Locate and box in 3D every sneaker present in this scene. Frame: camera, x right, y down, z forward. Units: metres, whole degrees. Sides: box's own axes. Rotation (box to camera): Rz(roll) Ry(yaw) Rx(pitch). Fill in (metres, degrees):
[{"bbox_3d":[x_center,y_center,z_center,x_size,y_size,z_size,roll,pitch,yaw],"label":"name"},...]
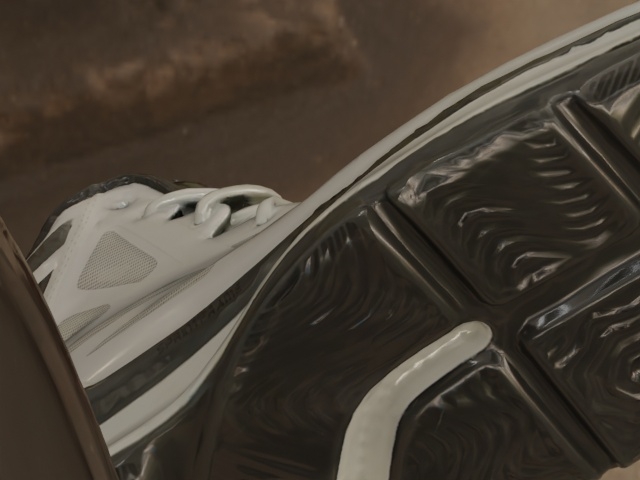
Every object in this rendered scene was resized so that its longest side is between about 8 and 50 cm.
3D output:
[{"bbox_3d":[-0.001,0.000,0.688,0.447,0.169,0.257,-35,34,13],"label":"sneaker"}]

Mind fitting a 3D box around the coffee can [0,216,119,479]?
[{"bbox_3d":[-0.179,0.118,0.363,0.275,0.201,0.201,-19,51,-1],"label":"coffee can"}]
